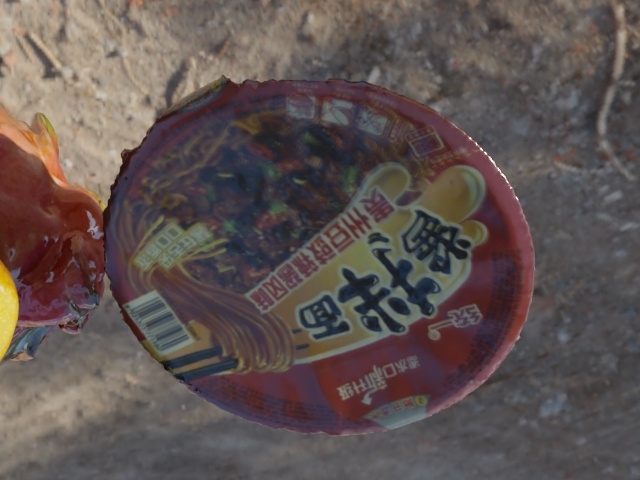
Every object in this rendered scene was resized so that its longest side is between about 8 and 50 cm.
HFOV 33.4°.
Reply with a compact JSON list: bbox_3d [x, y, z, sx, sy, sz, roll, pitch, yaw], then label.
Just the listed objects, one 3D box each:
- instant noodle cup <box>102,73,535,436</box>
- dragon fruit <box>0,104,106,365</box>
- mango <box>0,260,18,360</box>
[{"bbox_3d":[0.000,0.000,0.696,0.274,0.090,0.273,4,123,6],"label":"instant noodle cup"},{"bbox_3d":[-0.301,0.021,0.841,0.226,0.305,0.305,40,122,-13],"label":"dragon fruit"},{"bbox_3d":[-0.279,0.031,0.604,0.102,0.141,0.217,8,176,35],"label":"mango"}]
